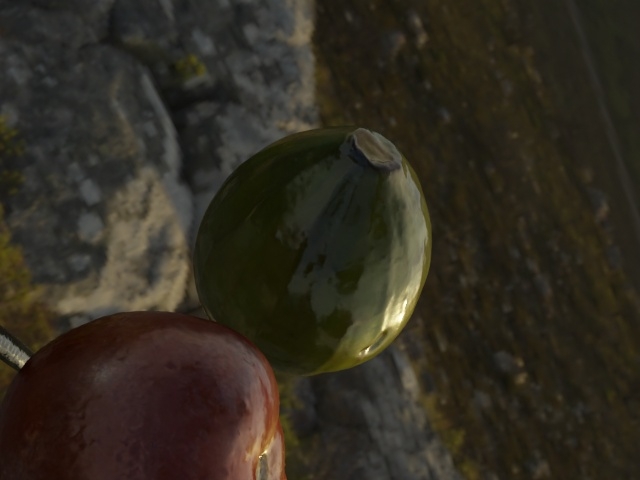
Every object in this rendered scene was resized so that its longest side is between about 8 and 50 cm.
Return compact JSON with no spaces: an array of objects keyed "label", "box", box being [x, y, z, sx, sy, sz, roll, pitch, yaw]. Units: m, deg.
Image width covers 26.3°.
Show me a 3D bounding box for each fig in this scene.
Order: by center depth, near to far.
[{"label":"fig","box":[0.000,0.000,1.361,0.239,0.271,0.239,11,48,-12]}]

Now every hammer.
[{"label":"hammer","box":[-0.216,0.094,1.010,0.246,0.029,0.103,57,12,-61]}]

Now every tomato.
[{"label":"tomato","box":[-0.122,0.149,0.902,0.208,0.184,0.208,3,90,-81]}]
